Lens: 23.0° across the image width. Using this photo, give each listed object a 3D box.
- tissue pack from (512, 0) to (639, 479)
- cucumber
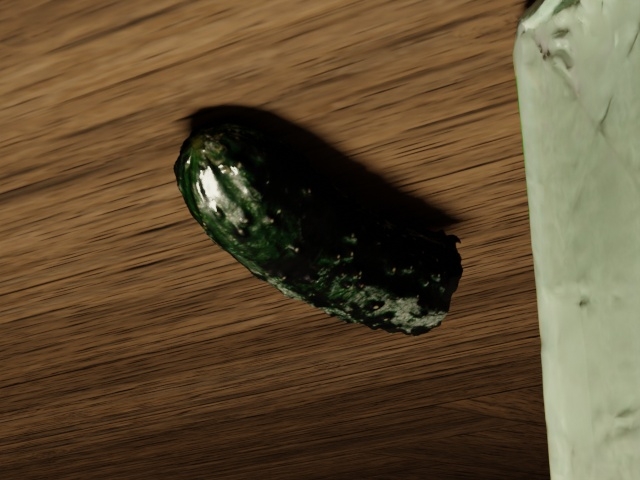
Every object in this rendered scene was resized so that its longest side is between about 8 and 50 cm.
[{"bbox_3d":[0.302,0.039,0.670,0.404,0.332,0.205,0,168,-20],"label":"tissue pack"},{"bbox_3d":[0.000,0.000,0.905,0.072,0.081,0.303,20,179,30],"label":"cucumber"}]
